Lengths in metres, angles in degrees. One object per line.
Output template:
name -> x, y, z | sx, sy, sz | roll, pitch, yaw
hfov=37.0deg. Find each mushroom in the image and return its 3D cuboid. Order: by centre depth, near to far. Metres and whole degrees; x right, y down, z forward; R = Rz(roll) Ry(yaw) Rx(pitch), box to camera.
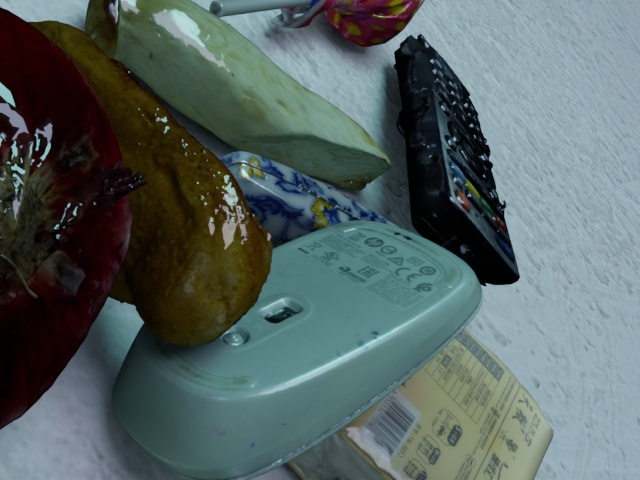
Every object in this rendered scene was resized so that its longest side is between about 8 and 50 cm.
mushroom -> -0.067, -0.131, 0.884 | 0.333, 0.087, 0.107 | 33, 39, -26

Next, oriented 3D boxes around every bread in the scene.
bread -> -0.158, -0.061, 0.674 | 0.344, 0.124, 0.084 | 43, 7, 27

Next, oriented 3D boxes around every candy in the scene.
candy -> -0.003, -0.258, 1.017 | 0.124, 0.124, 0.365 | 54, 34, 4

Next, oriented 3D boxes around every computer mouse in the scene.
computer mouse -> -0.012, 0.080, 0.700 | 0.288, 0.097, 0.159 | -25, 37, -37

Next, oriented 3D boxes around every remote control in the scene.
remote control -> 0.131, -0.101, 1.028 | 0.144, 0.062, 0.399 | 45, 24, -25

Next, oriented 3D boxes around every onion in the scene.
onion -> -0.252, -0.012, 0.520 | 0.273, 0.285, 0.273 | -16, 110, -52

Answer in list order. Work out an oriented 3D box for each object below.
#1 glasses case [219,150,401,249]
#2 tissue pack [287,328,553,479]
glasses case -> 0.000, 0.000, 0.842 | 0.248, 0.087, 0.065 | 27, 38, -33
tissue pack -> 0.090, 0.165, 0.796 | 0.186, 0.090, 0.222 | 47, 36, -2
